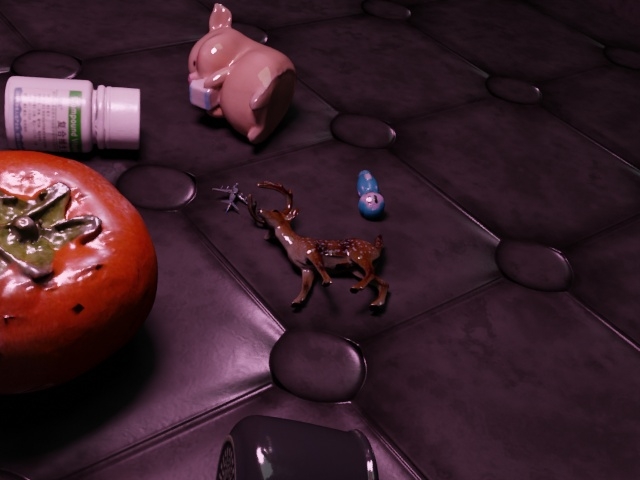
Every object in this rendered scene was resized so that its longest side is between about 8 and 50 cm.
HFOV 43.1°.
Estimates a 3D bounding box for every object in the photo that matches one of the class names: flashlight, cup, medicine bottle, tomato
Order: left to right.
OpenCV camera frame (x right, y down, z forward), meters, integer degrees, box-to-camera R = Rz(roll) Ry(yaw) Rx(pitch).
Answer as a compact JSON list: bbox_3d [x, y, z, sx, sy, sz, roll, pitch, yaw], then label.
[{"bbox_3d":[-0.390,0.056,1.068,0.341,0.273,0.341,12,49,-13],"label":"tomato"},{"bbox_3d":[-0.457,-0.231,1.512,0.236,0.139,0.139,2,39,-14],"label":"medicine bottle"},{"bbox_3d":[-0.034,0.285,0.963,0.176,0.169,0.223,4,8,-15],"label":"cup"},{"bbox_3d":[0.091,-0.089,1.545,0.051,0.051,0.129,4,33,-10],"label":"flashlight"}]

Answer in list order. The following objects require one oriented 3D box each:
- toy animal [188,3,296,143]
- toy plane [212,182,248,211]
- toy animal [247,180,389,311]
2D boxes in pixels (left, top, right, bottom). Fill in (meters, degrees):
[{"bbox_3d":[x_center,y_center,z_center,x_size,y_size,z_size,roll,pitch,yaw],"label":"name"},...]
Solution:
[{"bbox_3d":[-0.174,-0.327,1.678,0.256,0.195,0.213,30,49,20],"label":"toy animal"},{"bbox_3d":[-0.160,-0.083,1.488,0.078,0.024,0.084,25,36,-11],"label":"toy plane"},{"bbox_3d":[-0.008,0.015,1.377,0.243,0.087,0.260,14,34,-18],"label":"toy animal"}]
